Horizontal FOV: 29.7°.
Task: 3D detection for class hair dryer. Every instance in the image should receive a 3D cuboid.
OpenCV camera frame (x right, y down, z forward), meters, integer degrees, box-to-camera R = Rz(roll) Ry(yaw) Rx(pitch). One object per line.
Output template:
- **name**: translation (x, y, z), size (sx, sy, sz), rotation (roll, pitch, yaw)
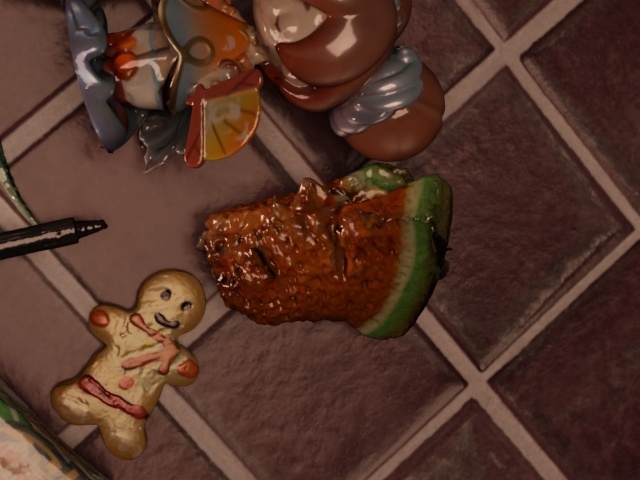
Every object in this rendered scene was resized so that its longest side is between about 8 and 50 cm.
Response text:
- **hair dryer**: translation (-0.369, 0.007, 1.369), size (0.255, 0.128, 0.070), rotation (-14, 97, -7)

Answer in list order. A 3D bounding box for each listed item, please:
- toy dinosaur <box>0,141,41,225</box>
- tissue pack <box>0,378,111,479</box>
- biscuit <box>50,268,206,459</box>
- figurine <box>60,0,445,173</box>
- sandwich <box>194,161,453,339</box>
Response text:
- **toy dinosaur**: translation (-0.446, -0.158, 1.377), size (0.129, 0.076, 0.383), rotation (-27, 107, -30)
- **tissue pack**: translation (-0.416, 0.333, 1.382), size (0.228, 0.128, 0.311), rotation (45, 83, -11)
- **biscuit**: translation (-0.221, 0.139, 1.468), size (0.153, 0.030, 0.234), rotation (36, 85, -14)
- **figurine**: translation (-0.068, -0.208, 1.372), size (0.388, 0.248, 0.276), rotation (-14, 69, 0)
- **sandwich**: translation (0.000, 0.000, 1.454), size (0.301, 0.250, 0.162), rotation (1, 49, -4)
